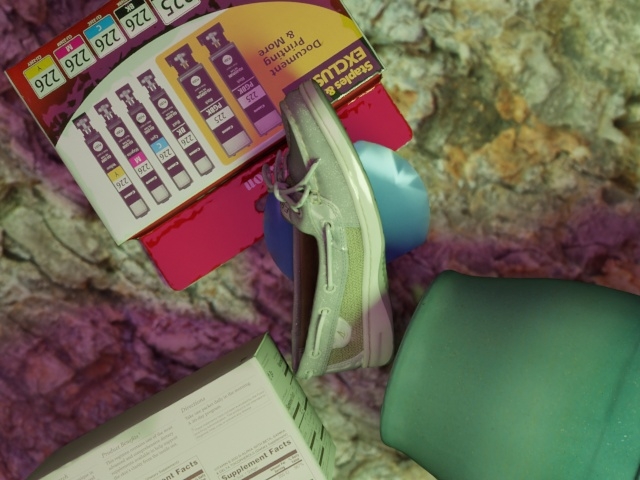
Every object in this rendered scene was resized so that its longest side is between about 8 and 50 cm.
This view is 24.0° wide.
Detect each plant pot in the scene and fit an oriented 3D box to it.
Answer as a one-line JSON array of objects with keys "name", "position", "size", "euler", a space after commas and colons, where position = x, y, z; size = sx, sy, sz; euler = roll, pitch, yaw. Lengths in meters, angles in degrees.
[{"name": "plant pot", "position": [0.202, 0.154, 1.422], "size": [0.255, 0.271, 0.272], "euler": [19, 92, 16]}]

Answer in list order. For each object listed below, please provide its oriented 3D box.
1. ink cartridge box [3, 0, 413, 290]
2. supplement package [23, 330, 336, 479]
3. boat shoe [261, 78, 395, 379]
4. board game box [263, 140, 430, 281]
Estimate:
[{"name": "ink cartridge box", "position": [-0.098, -0.135, 1.482], "size": [0.309, 0.130, 0.272], "euler": [-34, 91, 3]}, {"name": "supplement package", "position": [-0.133, 0.221, 1.455], "size": [0.261, 0.204, 0.145], "euler": [-29, 92, 3]}, {"name": "boat shoe", "position": [-0.001, 0.000, 1.428], "size": [0.103, 0.118, 0.320], "euler": [-17, 128, -8]}, {"name": "board game box", "position": [0.023, -0.028, 1.512], "size": [0.168, 0.033, 0.133], "euler": [-30, 114, 4]}]
